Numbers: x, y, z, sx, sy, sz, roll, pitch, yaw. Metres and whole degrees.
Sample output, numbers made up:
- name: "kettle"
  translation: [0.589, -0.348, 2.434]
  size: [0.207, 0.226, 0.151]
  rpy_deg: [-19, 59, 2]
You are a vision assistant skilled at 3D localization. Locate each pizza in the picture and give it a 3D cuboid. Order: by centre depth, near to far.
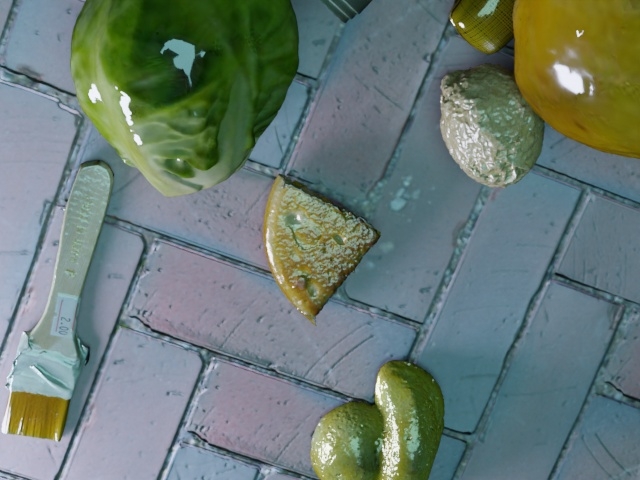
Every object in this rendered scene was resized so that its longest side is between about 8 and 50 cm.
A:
- name: "pizza"
  translation: [0.000, 0.000, 1.697]
  size: [0.131, 0.041, 0.178]
  rpy_deg: [-23, 107, 4]

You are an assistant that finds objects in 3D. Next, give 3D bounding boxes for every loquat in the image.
- name: "loquat"
  translation: [0.332, -0.202, 1.516]
  size: [0.276, 0.284, 0.276]
  rpy_deg: [-28, 141, -26]

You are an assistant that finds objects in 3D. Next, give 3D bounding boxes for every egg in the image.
- name: "egg"
  translation: [0.185, -0.125, 1.642]
  size: [0.118, 0.116, 0.140]
  rpy_deg: [-19, 81, 22]

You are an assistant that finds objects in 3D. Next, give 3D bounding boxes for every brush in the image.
- name: "brush"
  translation: [-0.288, 0.069, 1.696]
  size: [0.085, 0.020, 0.337]
  rpy_deg: [13, 105, -10]

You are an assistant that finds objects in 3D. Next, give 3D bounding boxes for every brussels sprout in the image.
- name: "brussels sprout"
  translation: [-0.141, -0.173, 1.548]
  size: [0.219, 0.210, 0.271]
  rpy_deg: [-18, 121, -24]

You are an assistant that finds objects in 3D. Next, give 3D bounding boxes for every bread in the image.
- name: "bread"
  translation: [0.069, 0.230, 1.764]
  size: [0.149, 0.065, 0.188]
  rpy_deg: [13, 107, -5]

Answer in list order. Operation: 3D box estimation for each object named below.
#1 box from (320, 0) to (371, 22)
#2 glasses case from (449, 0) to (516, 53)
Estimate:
- name: "box"
  translation: [-0.003, -0.343, 1.497]
  size: [0.226, 0.226, 0.149]
  rpy_deg: [42, 98, -16]
- name: "glasses case"
  translation: [0.234, -0.302, 1.622]
  size: [0.079, 0.064, 0.234]
  rpy_deg: [40, 98, -22]
